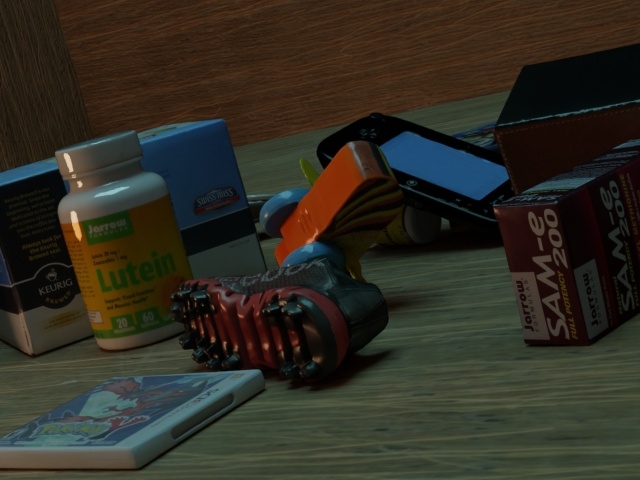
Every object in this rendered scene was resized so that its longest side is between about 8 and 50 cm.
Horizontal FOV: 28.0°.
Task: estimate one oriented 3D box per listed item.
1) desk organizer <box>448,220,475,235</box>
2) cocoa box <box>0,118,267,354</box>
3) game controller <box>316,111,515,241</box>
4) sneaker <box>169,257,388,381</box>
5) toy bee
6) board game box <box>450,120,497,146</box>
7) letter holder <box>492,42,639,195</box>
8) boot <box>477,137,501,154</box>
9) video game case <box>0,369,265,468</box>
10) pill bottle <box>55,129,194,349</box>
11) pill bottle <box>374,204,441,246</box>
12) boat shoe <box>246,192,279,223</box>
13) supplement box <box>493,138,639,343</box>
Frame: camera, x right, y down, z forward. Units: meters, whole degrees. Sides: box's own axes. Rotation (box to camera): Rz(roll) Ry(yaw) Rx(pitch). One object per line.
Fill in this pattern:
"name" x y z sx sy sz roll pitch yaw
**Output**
"desk organizer" 0.213 -0.050 1.727 0.047 0.050 0.130 -9 11 30
"cocoa box" -0.293 -0.015 1.765 0.347 0.228 0.231 -19 11 -25
"game controller" 0.153 -0.087 1.656 0.319 0.067 0.166 22 28 30
"sneaker" -0.039 0.073 1.268 0.135 0.097 0.276 -22 14 -36
"toy bee" 0.000 0.000 1.453 0.298 0.195 0.162 -21 -21 41
"board game box" 0.266 -0.135 2.087 0.319 0.066 0.318 -20 11 -25
"letter holder" 0.366 -0.085 1.338 0.302 0.214 0.152 -8 29 27
"boot" 0.309 -0.121 1.884 0.190 0.086 0.069 -19 11 -25
"video game case" -0.181 0.163 1.185 0.201 0.023 0.183 -8 12 37
"pill bottle" -0.238 -0.003 1.557 0.136 0.245 0.136 -15 10 3
"pill bottle" 0.099 -0.025 1.712 0.065 0.065 0.116 -23 12 -39
"boat shoe" -0.204 -0.019 2.103 0.335 0.095 0.112 -6 1 5
"supplement box" 0.264 -0.006 1.163 0.073 0.130 0.239 -4 15 46
